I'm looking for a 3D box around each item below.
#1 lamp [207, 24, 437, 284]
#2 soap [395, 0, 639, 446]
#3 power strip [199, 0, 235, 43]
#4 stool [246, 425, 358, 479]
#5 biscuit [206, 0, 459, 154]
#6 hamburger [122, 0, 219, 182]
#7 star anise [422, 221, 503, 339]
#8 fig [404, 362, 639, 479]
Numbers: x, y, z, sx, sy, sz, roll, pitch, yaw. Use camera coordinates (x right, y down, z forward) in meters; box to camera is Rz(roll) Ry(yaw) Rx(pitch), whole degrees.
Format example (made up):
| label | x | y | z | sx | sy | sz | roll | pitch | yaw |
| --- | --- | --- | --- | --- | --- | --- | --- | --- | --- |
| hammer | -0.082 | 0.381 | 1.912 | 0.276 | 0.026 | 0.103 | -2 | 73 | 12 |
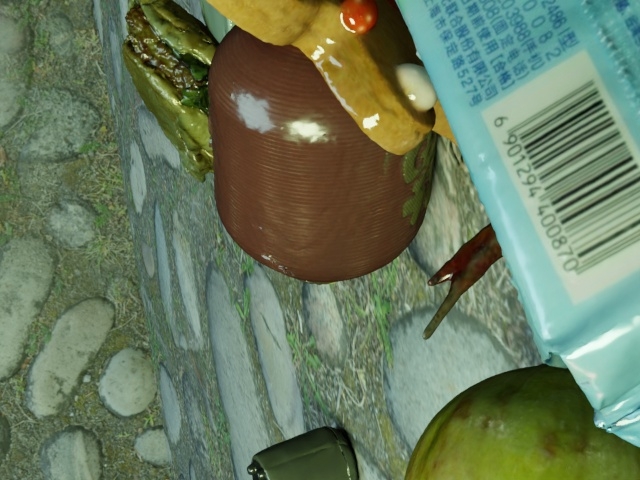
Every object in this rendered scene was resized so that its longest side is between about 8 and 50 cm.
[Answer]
| label | x | y | z | sx | sy | sz | roll | pitch | yaw |
| --- | --- | --- | --- | --- | --- | --- | --- | --- | --- |
| lamp | 0.005 | -0.076 | 0.843 | 0.258 | 0.180 | 0.180 | 91 | 160 | -43 |
| soap | 0.126 | -0.070 | 0.470 | 0.077 | 0.156 | 0.293 | 24 | -138 | -54 |
| power strip | -0.085 | -0.287 | 1.053 | 0.261 | 0.141 | 0.229 | -126 | 28 | -60 |
| stool | -0.019 | 0.257 | 1.215 | 0.096 | 0.110 | 0.096 | 167 | 90 | -70 |
| biscuit | 0.020 | -0.130 | 0.614 | 0.049 | 0.324 | 0.205 | -40 | 56 | 24 |
| hamburger | -0.136 | -0.179 | 1.244 | 0.183 | 0.130 | 0.206 | 49 | 167 | 29 |
| star anise | 0.115 | -0.031 | 0.551 | 0.158 | 0.144 | 0.140 | 122 | 142 | -68 |
| fig | 0.131 | 0.089 | 0.643 | 0.149 | 0.149 | 0.245 | 117 | 167 | -64 |
